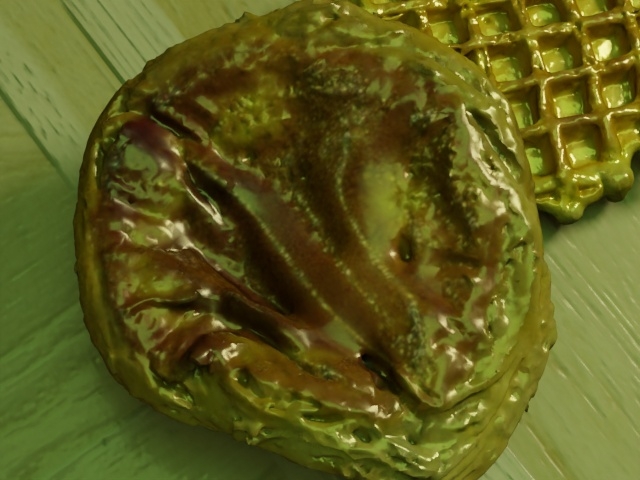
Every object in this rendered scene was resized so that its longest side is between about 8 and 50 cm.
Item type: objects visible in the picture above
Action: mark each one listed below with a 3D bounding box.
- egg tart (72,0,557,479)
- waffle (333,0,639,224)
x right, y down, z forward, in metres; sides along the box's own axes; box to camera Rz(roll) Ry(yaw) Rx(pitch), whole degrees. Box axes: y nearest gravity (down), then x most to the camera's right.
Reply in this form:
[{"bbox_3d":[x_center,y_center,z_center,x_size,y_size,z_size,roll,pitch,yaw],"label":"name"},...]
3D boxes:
[{"bbox_3d":[0.000,0.000,1.220,0.351,0.153,0.340,12,79,6],"label":"egg tart"},{"bbox_3d":[0.150,-0.144,1.336,0.309,0.065,0.283,32,74,5],"label":"waffle"}]
